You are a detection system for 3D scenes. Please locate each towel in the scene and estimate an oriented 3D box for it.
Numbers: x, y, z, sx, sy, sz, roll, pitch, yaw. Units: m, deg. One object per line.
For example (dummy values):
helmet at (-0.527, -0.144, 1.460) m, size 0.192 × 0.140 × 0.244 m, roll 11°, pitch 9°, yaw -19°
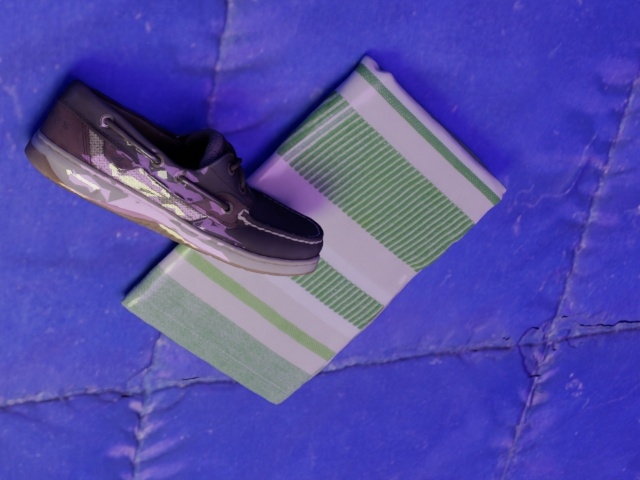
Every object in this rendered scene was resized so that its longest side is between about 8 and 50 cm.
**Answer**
towel at (0.000, 0.000, 1.540) m, size 0.325 × 0.038 × 0.248 m, roll -44°, pitch 133°, yaw 7°

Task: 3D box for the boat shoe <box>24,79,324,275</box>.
boat shoe at (-0.109, -0.052, 1.373) m, size 0.285 × 0.103 × 0.092 m, roll 23°, pitch 107°, yaw -25°
